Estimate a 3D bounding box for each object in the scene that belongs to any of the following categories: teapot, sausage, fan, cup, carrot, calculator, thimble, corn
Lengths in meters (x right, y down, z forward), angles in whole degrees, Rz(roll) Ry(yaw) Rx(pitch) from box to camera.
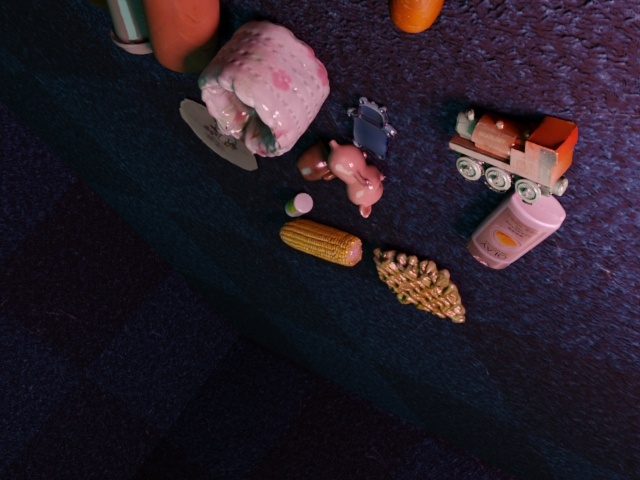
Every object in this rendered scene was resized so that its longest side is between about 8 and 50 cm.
[{"bbox_3d":[0.003,-0.139,1.319,0.085,0.080,0.110,62,-178,16],"label":"teapot"},{"bbox_3d":[-0.220,-0.374,1.075,0.121,0.121,0.304,35,161,6],"label":"sausage"},{"bbox_3d":[-0.203,-0.247,1.521,0.233,0.012,0.415,41,164,-17],"label":"fan"},{"bbox_3d":[-0.325,-0.412,1.196,0.120,0.120,0.141,28,152,25],"label":"cup"},{"bbox_3d":[0.115,-0.304,0.733,0.067,0.067,0.225,34,160,8],"label":"carrot"},{"bbox_3d":[0.085,-0.187,1.140,0.094,0.019,0.141,31,159,15],"label":"calculator"},{"bbox_3d":[-0.095,-0.244,1.126,0.185,0.149,0.211,38,162,-11],"label":"thimble"},{"bbox_3d":[0.000,0.000,1.649,0.249,0.081,0.081,18,154,43],"label":"corn"}]

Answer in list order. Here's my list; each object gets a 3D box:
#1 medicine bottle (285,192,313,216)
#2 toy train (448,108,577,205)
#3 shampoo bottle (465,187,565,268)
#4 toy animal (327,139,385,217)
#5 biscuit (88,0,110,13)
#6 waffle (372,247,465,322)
[{"bbox_3d":[-0.052,-0.082,1.597,0.047,0.047,0.083,41,161,-12],"label":"medicine bottle"},{"bbox_3d":[0.253,-0.123,0.921,0.176,0.074,0.118,30,152,33],"label":"toy train"},{"bbox_3d":[0.304,-0.017,1.096,0.086,0.056,0.227,36,162,5],"label":"shampoo bottle"},{"bbox_3d":[0.062,-0.121,1.246,0.089,0.083,0.150,-20,107,42],"label":"toy animal"},{"bbox_3d":[-0.402,-0.489,1.265,0.138,0.031,0.205,35,162,5],"label":"biscuit"},{"bbox_3d":[0.216,0.090,1.521,0.224,0.054,0.204,17,153,41],"label":"waffle"}]
